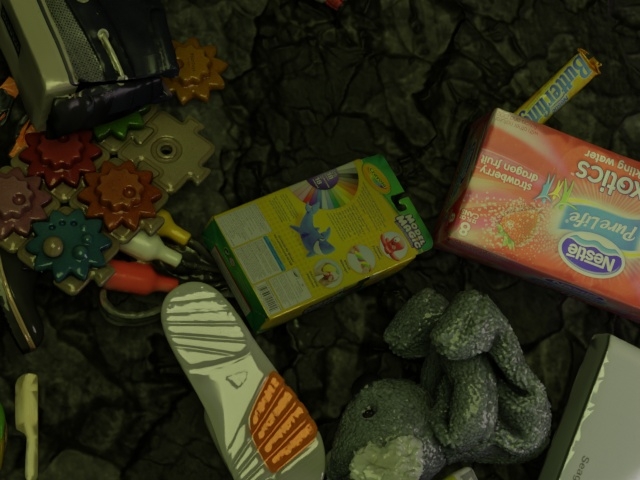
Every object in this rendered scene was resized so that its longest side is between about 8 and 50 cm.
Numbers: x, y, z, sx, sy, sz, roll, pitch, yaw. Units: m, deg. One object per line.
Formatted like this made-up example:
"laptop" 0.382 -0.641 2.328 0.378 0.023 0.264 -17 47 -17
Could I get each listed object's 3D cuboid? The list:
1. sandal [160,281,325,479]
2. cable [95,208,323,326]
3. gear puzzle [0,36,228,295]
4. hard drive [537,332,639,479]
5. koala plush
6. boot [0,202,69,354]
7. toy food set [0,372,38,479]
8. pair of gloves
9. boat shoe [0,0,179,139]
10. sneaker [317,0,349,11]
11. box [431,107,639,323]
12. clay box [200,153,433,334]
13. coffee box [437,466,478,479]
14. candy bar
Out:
"sandal" -0.080 0.162 1.925 0.102 0.076 0.265 -27 89 -8
"cable" -0.120 0.039 1.942 0.287 0.072 0.139 14 70 -4
"gear puzzle" -0.208 -0.100 1.931 0.175 0.044 0.339 34 61 14
"hard drive" 0.400 0.275 1.942 0.353 0.047 0.233 26 78 -17
"koala plush" 0.105 0.187 1.895 0.221 0.196 0.203 -35 97 -15
"boot" -0.288 0.008 1.932 0.137 0.077 0.198 -17 84 -15
"toy food set" -0.387 0.196 1.901 0.192 0.038 0.132 -3 81 -8
"pair of gloves" -0.329 -0.130 1.979 0.083 0.010 0.074 37 78 1
"boat shoe" -0.269 -0.266 1.948 0.158 0.127 0.340 -14 68 -24
"sneaker" 0.027 -0.371 2.028 0.093 0.088 0.225 22 78 -2
"box" 0.286 -0.015 1.966 0.300 0.142 0.154 21 86 -4
"clay box" 0.000 0.000 1.949 0.222 0.053 0.127 -22 75 -30
"coffee box" 0.021 0.458 1.693 0.338 0.334 0.337 -30 83 25
"candy bar" 0.250 -0.153 2.055 0.161 0.018 0.040 -43 88 -11
